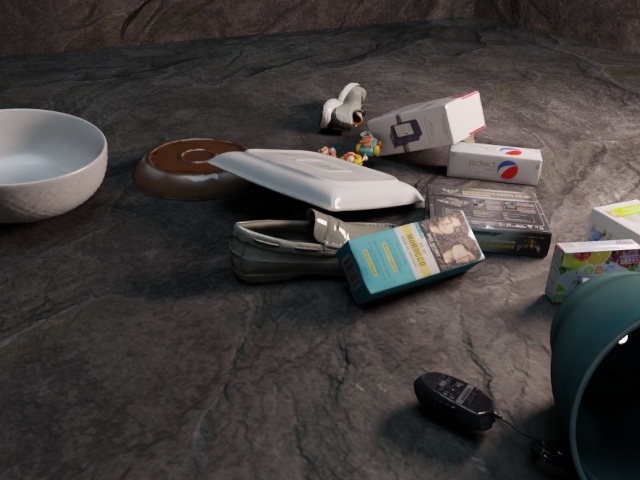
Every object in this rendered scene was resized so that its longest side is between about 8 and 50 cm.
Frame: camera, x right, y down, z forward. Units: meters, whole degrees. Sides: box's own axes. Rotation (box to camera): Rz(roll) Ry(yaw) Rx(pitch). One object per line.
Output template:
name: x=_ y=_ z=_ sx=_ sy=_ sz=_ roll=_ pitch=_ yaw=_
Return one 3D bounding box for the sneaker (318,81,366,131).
sneaker: x=0.086 y=-0.380 z=1.802 sx=0.108 sy=0.100 sz=0.271 roll=24 pitch=37 yaw=9

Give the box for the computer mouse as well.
computer mouse: x=0.226 y=0.237 z=0.775 sx=0.242 sy=0.041 sz=0.071 roll=25 pitch=20 yaw=26

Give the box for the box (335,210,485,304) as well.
box: x=0.156 y=0.027 z=1.060 sx=0.244 sy=0.060 sz=0.101 roll=-15 pitch=73 yaw=-26

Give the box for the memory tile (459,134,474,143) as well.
memory tile: x=0.357 y=-0.296 z=1.739 sx=0.148 sy=0.012 sz=0.113 roll=5 pitch=30 yaw=5

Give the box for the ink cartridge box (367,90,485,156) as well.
ink cartridge box: x=0.266 y=-0.294 z=1.564 sx=0.237 sy=0.100 sz=0.172 roll=-2 pitch=20 yaw=43

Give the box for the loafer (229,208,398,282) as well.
loafer: x=0.000 y=0.000 z=1.091 sx=0.319 sy=0.111 sz=0.112 roll=-8 pitch=31 yaw=-16

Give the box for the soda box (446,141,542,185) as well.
soda box: x=0.419 y=-0.188 z=1.495 sx=0.216 sy=0.069 sz=0.074 roll=7 pitch=30 yaw=10

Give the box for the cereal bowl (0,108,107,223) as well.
cereal bowl: x=-0.605 y=-0.136 z=1.242 sx=0.339 sy=0.141 sz=0.339 roll=7 pitch=34 yaw=-5

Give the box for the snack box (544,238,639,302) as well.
snack box: x=0.459 y=0.052 z=1.041 sx=0.141 sy=0.100 sz=0.037 roll=-3 pitch=29 yaw=-8

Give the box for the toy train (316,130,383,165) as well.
toy train: x=0.070 y=-0.228 z=1.522 sx=0.166 sy=0.046 sz=0.125 roll=-30 pitch=48 yaw=-12

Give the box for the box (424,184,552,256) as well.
box: x=0.329 y=-0.044 z=1.247 sx=0.231 sy=0.056 sz=0.183 roll=5 pitch=29 yaw=5

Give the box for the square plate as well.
square plate: x=-0.002 y=-0.139 z=1.310 sx=0.344 sy=0.049 sz=0.347 roll=24 pitch=19 yaw=34

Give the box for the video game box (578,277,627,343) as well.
video game box: x=0.499 y=0.142 z=0.929 sx=0.205 sy=0.048 sz=0.187 roll=9 pitch=38 yaw=12

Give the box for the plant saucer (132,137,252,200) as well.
plant saucer: x=-0.288 y=-0.182 z=1.461 sx=0.310 sy=0.050 sz=0.311 roll=2 pitch=28 yaw=-1

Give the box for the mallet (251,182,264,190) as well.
mallet: x=-0.068 y=-0.112 z=1.368 sx=0.189 sy=0.039 sz=0.062 roll=24 pitch=35 yaw=27

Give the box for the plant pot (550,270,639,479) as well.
plant pot: x=0.392 y=0.156 z=0.715 sx=0.271 sy=0.272 sz=0.255 roll=5 pitch=12 yaw=5

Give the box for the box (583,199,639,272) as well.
box: x=0.590 y=0.021 z=1.102 sx=0.114 sy=0.103 sz=0.203 roll=-10 pitch=32 yaw=-20
